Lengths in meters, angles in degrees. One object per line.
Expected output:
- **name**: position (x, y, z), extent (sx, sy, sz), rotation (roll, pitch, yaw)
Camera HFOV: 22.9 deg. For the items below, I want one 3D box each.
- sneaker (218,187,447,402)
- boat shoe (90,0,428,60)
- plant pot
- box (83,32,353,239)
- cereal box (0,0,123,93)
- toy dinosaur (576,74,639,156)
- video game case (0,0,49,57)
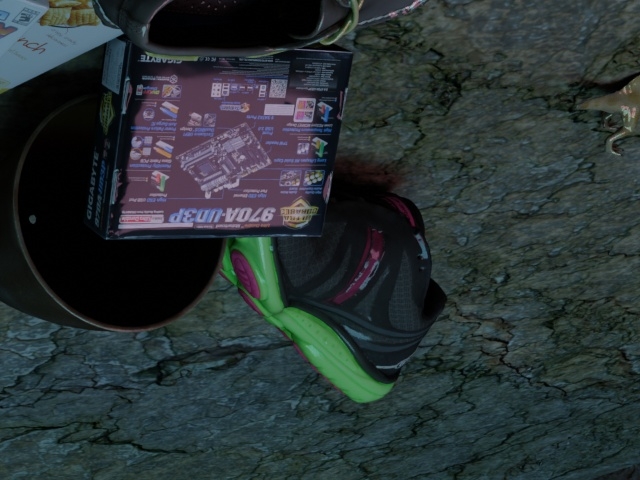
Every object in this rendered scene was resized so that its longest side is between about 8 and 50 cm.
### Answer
- **sneaker**: position (0.000, 0.000, 1.669), extent (0.202, 0.185, 0.483), rotation (-44, 148, -3)
- **boat shoe**: position (-0.027, -0.193, 1.218), extent (0.324, 0.097, 0.117), rotation (-6, 138, -37)
- **plant pot**: position (-0.238, -0.008, 1.481), extent (0.215, 0.215, 0.230), rotation (7, 166, -35)
- **box**: position (-0.087, -0.091, 1.374), extent (0.220, 0.051, 0.175), rotation (-2, 111, -31)
- **cereal box**: position (-0.234, -0.197, 1.233), extent (0.240, 0.047, 0.173), rotation (-22, 153, 22)
- **toy dinosaur**: position (0.316, -0.138, 1.624), extent (0.183, 0.053, 0.093), rotation (-9, 141, -24)
- **video game case**: position (-0.309, -0.165, 1.190), extent (0.157, 0.019, 0.143), rotation (16, 142, -39)
